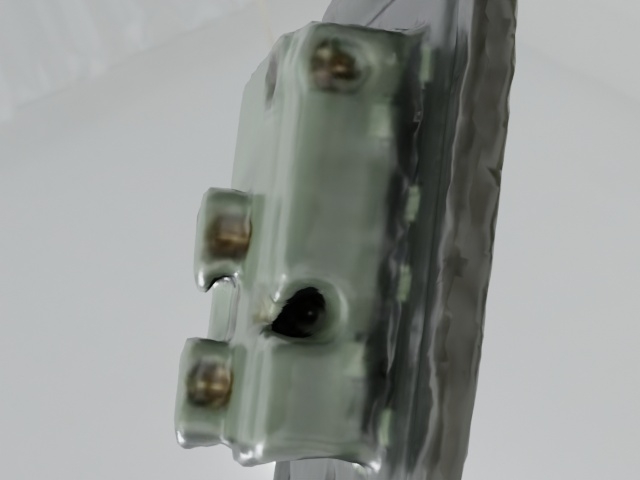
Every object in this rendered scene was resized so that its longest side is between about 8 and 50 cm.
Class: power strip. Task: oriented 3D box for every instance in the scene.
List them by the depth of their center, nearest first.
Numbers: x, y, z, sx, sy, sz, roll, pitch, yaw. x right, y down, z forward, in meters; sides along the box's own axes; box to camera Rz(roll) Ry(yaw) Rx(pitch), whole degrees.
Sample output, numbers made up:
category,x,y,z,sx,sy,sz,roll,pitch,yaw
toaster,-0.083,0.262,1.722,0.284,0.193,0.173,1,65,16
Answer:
category,x,y,z,sx,sy,sz,roll,pitch,yaw
power strip,-0.002,0.000,0.519,0.092,0.257,0.251,6,174,-4
